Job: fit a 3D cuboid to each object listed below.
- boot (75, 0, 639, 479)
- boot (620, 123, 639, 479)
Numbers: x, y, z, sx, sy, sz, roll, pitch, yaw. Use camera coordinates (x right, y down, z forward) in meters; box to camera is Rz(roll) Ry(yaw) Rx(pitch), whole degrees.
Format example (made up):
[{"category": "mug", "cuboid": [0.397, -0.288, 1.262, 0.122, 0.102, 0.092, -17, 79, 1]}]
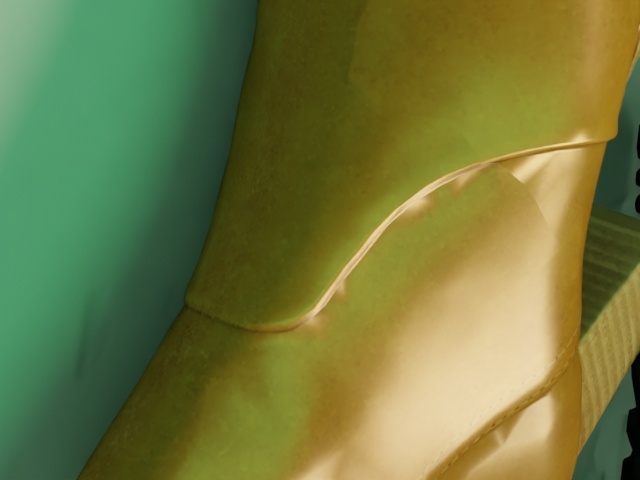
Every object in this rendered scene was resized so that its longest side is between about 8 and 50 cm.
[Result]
[{"category": "boot", "cuboid": [0.000, 0.000, 0.427, 0.211, 0.104, 0.295, -47, 132, -25]}, {"category": "boot", "cuboid": [0.251, 0.087, 0.576, 0.260, 0.131, 0.348, -1, 104, -5]}]
